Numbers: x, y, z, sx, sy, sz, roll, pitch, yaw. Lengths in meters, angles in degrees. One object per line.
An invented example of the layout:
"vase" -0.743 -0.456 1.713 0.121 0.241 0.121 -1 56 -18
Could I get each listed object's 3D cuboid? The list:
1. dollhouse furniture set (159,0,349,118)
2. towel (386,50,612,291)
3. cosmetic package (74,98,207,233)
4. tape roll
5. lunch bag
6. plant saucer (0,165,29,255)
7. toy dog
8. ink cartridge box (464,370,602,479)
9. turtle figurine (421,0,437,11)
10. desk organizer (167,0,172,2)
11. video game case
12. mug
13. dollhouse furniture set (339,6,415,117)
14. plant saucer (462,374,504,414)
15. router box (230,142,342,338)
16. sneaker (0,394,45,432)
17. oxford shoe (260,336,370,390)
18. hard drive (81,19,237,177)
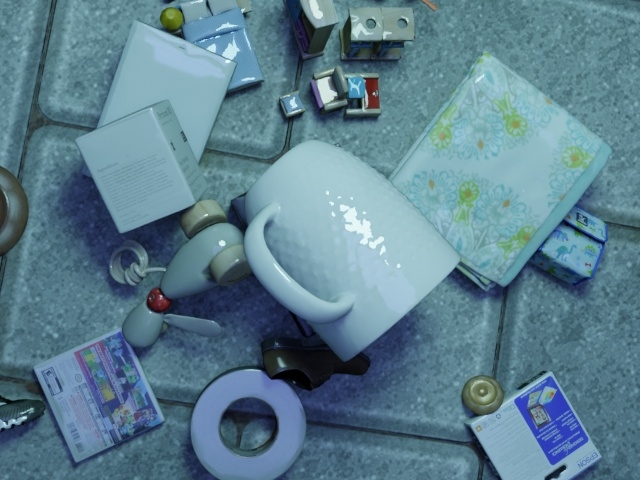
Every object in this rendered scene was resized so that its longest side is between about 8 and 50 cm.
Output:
"dollhouse furniture set" -0.127 -0.362 1.453 0.303 0.198 0.287 -18 89 -8
"towel" 0.332 -0.123 1.496 0.320 0.090 0.375 35 101 -9
"cosmetic package" -0.316 -0.137 1.375 0.151 0.151 0.184 -21 105 6
"tape roll" -0.139 0.354 1.471 0.219 0.072 0.219 0 87 -8
"lunch bag" 0.513 -0.004 1.573 0.128 0.096 0.151 30 69 -2
"plant saucer" -0.659 -0.057 1.446 0.198 0.036 0.199 0 87 -7
"toy dog" -0.227 0.069 1.426 0.333 0.161 0.220 -25 71 33
"ink cartridge box" 0.433 0.406 1.555 0.206 0.045 0.208 -30 89 -8
"turtle figurine" 0.150 -0.581 1.559 0.269 0.087 0.217 29 75 6
"desk organizer" -0.259 -0.531 1.523 0.130 0.047 0.050 -29 88 -8
"video game case" -0.422 0.293 1.462 0.183 0.023 0.201 -24 89 -8
"mug" 0.013 0.012 1.290 0.328 0.374 0.276 48 122 5
"dollhouse furniture set" 0.114 -0.350 1.518 0.128 0.129 0.184 -3 86 -8
"plant saucer" 0.328 0.309 1.542 0.083 0.015 0.084 -5 59 8
"router box" 0.000 0.000 1.506 0.242 0.081 0.309 -28 90 -8
"sneaker" -0.631 0.303 1.406 0.234 0.078 0.106 -8 90 -6
"oxford shoe" -0.006 0.249 1.467 0.227 0.083 0.096 7 54 -22
"hard drive" -0.307 -0.232 1.450 0.202 0.040 0.308 22 103 -6
